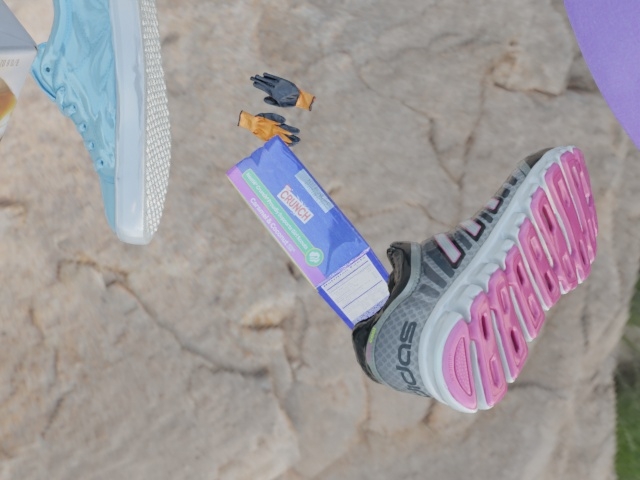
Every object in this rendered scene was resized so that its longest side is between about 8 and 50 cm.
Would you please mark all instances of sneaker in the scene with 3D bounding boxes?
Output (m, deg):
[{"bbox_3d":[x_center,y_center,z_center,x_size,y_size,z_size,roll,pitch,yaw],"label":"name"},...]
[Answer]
[{"bbox_3d":[0.069,0.011,0.611,0.170,0.074,0.063,-51,127,-40],"label":"sneaker"},{"bbox_3d":[-0.262,-0.172,1.578,0.150,0.135,0.366,-6,83,8],"label":"sneaker"}]

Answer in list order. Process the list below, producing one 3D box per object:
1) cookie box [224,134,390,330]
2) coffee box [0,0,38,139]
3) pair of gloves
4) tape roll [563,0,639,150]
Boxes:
[{"bbox_3d":[0.000,0.000,0.780,0.040,0.092,0.107,-38,155,0],"label":"cookie box"},{"bbox_3d":[-0.293,-0.050,0.850,0.141,0.098,0.246,-11,142,-45],"label":"coffee box"},{"bbox_3d":[-0.049,-0.141,1.474,0.074,0.010,0.083,24,127,4],"label":"pair of gloves"},{"bbox_3d":[0.250,-0.145,0.735,0.274,0.090,0.275,15,65,-35],"label":"tape roll"}]
